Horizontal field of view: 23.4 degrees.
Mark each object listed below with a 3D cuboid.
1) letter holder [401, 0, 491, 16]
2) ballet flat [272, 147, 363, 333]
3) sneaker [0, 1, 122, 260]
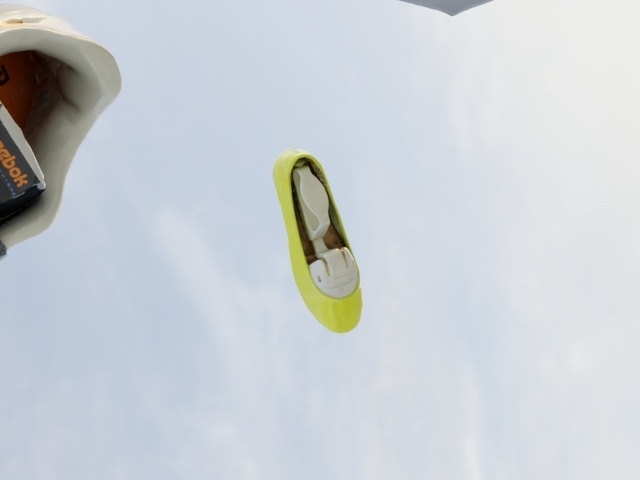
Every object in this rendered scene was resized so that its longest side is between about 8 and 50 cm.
[{"bbox_3d":[0.123,-0.308,1.104,0.152,0.302,0.214,9,-98,-27],"label":"letter holder"},{"bbox_3d":[0.000,0.000,1.825,0.077,0.077,0.231,-18,-90,-19],"label":"ballet flat"},{"bbox_3d":[-0.241,-0.027,0.865,0.321,0.127,0.126,-53,-44,-30],"label":"sneaker"}]
